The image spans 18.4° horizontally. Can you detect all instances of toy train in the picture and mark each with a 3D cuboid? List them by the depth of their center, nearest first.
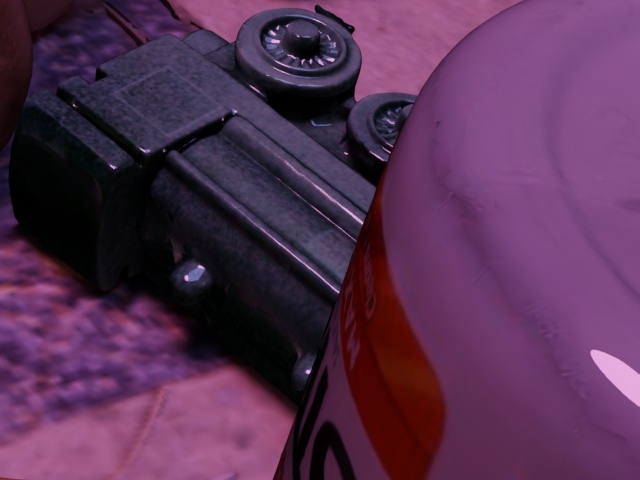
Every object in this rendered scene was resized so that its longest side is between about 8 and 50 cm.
[{"bbox_3d":[0.000,0.000,0.575,0.170,0.071,0.111,38,48,23],"label":"toy train"}]

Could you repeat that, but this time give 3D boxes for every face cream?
[{"bbox_3d":[0.088,0.071,0.411,0.201,0.187,0.201,13,35,-9],"label":"face cream"}]

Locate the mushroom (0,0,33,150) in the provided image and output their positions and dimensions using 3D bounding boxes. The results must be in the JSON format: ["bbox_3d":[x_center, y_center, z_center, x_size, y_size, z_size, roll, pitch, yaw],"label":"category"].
[{"bbox_3d":[-0.178,-0.050,0.480,0.156,0.151,0.285,32,36,19],"label":"mushroom"}]

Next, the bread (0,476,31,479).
[{"bbox_3d":[-0.054,0.139,0.320,0.083,0.114,0.211,27,32,-23],"label":"bread"}]

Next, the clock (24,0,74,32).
[{"bbox_3d":[-0.160,-0.173,0.629,0.195,0.194,0.100,29,59,14],"label":"clock"}]
